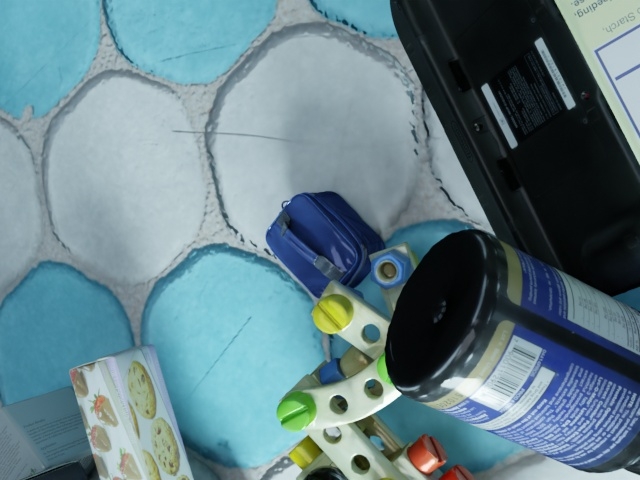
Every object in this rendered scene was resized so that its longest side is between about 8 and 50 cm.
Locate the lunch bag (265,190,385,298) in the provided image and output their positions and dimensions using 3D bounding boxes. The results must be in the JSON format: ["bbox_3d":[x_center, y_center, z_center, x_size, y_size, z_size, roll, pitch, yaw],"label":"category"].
[{"bbox_3d":[0.000,0.000,0.791,0.098,0.065,0.067,45,114,17],"label":"lunch bag"}]

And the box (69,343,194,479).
[{"bbox_3d":[-0.155,0.263,0.847,0.063,0.067,0.324,-19,85,29],"label":"box"}]

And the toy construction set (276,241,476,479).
[{"bbox_3d":[0.092,0.183,0.724,0.215,0.151,0.327,-47,66,18],"label":"toy construction set"}]

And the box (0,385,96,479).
[{"bbox_3d":[-0.306,0.230,0.962,0.087,0.101,0.102,47,114,17],"label":"box"}]

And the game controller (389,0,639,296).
[{"bbox_3d":[0.154,-0.104,0.671,0.166,0.067,0.319,-34,78,52],"label":"game controller"}]

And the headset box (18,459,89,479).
[{"bbox_3d":[-0.274,0.383,0.849,0.246,0.131,0.283,57,134,20],"label":"headset box"}]

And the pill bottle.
[{"bbox_3d":[0.166,0.088,0.619,0.219,0.123,0.123,26,112,-17],"label":"pill bottle"}]

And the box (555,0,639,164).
[{"bbox_3d":[0.235,-0.151,0.562,0.117,0.213,0.243,-28,81,28],"label":"box"}]
